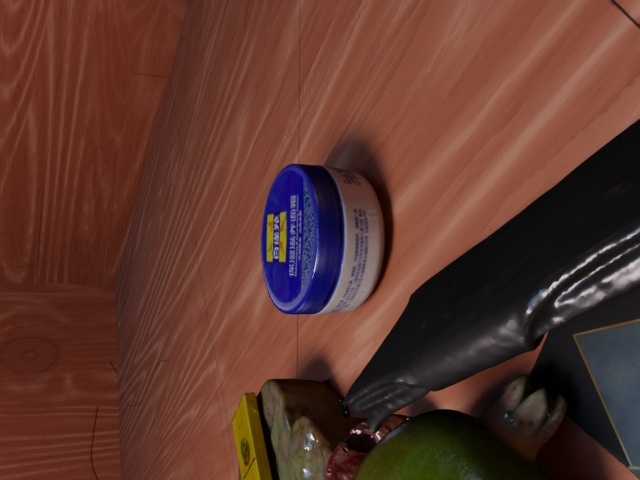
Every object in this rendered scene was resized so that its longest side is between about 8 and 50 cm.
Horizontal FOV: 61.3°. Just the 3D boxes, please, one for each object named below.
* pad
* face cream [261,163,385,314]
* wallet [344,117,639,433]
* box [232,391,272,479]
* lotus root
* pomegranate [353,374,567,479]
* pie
[{"bbox_3d":[0.247,0.051,0.385,0.163,0.004,0.243,44,125,55],"label":"pad"},{"bbox_3d":[0.000,0.000,0.748,0.206,0.111,0.205,-16,72,62],"label":"face cream"},{"bbox_3d":[0.147,0.028,0.418,0.051,0.197,0.377,41,138,2],"label":"wallet"},{"bbox_3d":[-0.099,0.309,0.776,0.086,0.023,0.155,110,150,-43],"label":"box"},{"bbox_3d":[-0.014,0.384,0.738,0.390,0.111,0.374,-7,83,62],"label":"lotus root"},{"bbox_3d":[0.126,0.204,0.440,0.209,0.180,0.180,-56,31,0],"label":"pomegranate"},{"bbox_3d":[0.078,0.255,0.555,0.038,0.154,0.153,74,180,-57],"label":"pie"}]
